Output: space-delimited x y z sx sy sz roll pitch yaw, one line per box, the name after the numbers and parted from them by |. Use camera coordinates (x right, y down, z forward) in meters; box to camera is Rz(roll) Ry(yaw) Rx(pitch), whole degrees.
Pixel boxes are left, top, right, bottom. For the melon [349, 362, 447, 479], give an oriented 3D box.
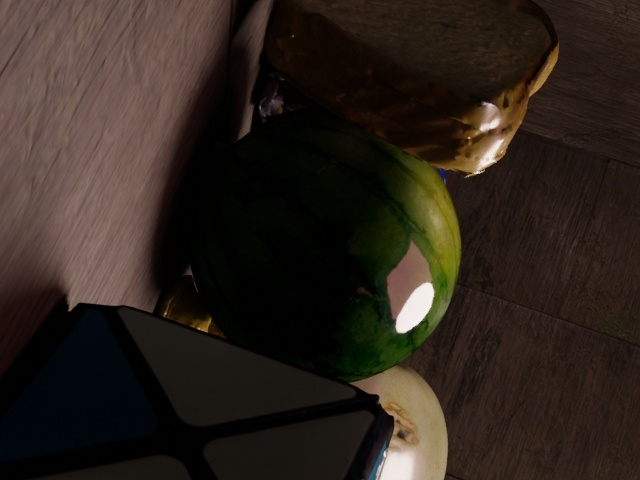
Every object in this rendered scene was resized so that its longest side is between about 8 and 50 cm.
0.013 0.287 2.177 0.330 0.268 0.268 -64 173 6 | melon

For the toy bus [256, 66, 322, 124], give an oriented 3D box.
-0.006 -0.097 1.733 0.139 0.113 0.302 -63 172 -46 | toy bus

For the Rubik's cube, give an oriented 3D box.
-0.114 0.223 1.202 0.250 0.246 0.248 -59 164 -54 | Rubik's cube

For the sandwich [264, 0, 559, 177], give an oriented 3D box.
0.085 -0.171 1.554 0.251 0.226 0.087 -53 169 -55 | sandwich

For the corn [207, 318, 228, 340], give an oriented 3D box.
-0.085 0.105 1.752 0.231 0.080 0.080 -25 134 -79 | corn

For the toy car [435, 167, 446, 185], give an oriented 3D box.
0.061 -0.022 2.169 0.235 0.158 0.172 -63 168 -49 | toy car

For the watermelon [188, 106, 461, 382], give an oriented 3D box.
0.003 0.004 1.552 0.242 0.242 0.242 19 90 -82 | watermelon

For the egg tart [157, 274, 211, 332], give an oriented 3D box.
-0.124 0.082 1.575 0.105 0.039 0.105 20 90 -84 | egg tart
